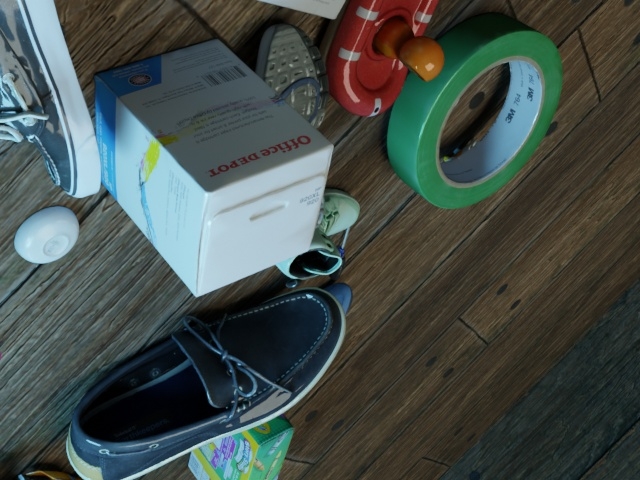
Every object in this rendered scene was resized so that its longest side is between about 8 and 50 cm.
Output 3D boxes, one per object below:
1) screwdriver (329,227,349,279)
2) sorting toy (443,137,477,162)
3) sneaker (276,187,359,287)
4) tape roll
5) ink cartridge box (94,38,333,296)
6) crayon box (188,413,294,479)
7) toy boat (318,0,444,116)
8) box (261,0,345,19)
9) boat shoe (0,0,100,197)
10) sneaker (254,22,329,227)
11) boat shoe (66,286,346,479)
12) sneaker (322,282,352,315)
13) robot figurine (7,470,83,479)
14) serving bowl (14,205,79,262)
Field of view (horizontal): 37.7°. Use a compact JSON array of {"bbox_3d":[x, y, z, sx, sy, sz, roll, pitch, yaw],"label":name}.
[{"bbox_3d":[0.039,0.002,1.639,0.025,0.024,0.169,0,128,-13],"label":"screwdriver"},{"bbox_3d":[0.264,-0.147,1.704,0.075,0.045,0.083,-44,144,-24],"label":"sorting toy"},{"bbox_3d":[-0.001,0.000,1.450,0.256,0.151,0.094,-11,135,-46],"label":"sneaker"},{"bbox_3d":[0.255,-0.207,1.533,0.321,0.077,0.321,-25,136,-26],"label":"tape roll"},{"bbox_3d":[-0.130,-0.088,1.093,0.171,0.232,0.168,-24,144,-31],"label":"ink cartridge box"},{"bbox_3d":[-0.153,0.385,1.737,0.081,0.165,0.278,-20,143,-36],"label":"crayon box"},{"bbox_3d":[0.102,-0.261,1.241,0.151,0.151,0.231,-12,137,-43],"label":"toy boat"},{"bbox_3d":[0.011,-0.409,1.028,0.232,0.058,0.322,-5,131,-53],"label":"box"},{"bbox_3d":[-0.298,-0.155,0.928,0.105,0.113,0.306,-25,143,-19],"label":"boat shoe"},{"bbox_3d":[-0.068,-0.141,1.238,0.111,0.129,0.297,-16,122,-37],"label":"sneaker"},{"bbox_3d":[-0.171,0.215,1.487,0.500,0.186,0.156,-27,152,-18],"label":"boat shoe"},{"bbox_3d":[-0.029,0.143,1.681,0.209,0.069,0.082,-39,146,-8],"label":"sneaker"},{"bbox_3d":[-0.490,0.437,1.472,0.211,0.085,0.291,-48,151,6],"label":"robot figurine"},{"bbox_3d":[-0.334,-0.002,1.161,0.083,0.027,0.083,-30,148,-21],"label":"serving bowl"}]
